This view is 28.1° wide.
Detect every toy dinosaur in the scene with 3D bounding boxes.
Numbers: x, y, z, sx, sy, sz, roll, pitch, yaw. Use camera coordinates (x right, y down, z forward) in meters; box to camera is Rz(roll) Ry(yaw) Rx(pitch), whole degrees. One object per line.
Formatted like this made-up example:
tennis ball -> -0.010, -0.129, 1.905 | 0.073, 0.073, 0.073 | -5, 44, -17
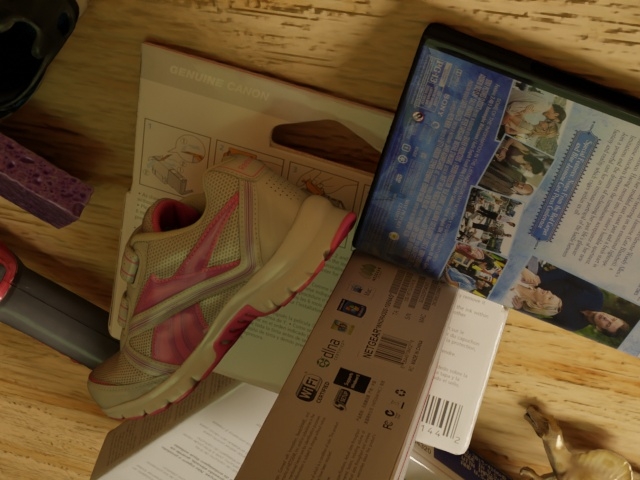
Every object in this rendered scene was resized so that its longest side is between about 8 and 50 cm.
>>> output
toy dinosaur -> 0.237, 0.216, 1.093 | 0.183, 0.053, 0.092 | 32, 122, -9

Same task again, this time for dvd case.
dvd case -> 0.160, -0.019, 0.812 | 0.253, 0.022, 0.180 | 21, 131, 5

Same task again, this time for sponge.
sponge -> -0.283, -0.077, 1.008 | 0.210, 0.031, 0.117 | 32, 167, -14

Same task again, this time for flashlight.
flashlight -> -0.253, 0.074, 1.183 | 0.304, 0.103, 0.103 | 32, 113, -19

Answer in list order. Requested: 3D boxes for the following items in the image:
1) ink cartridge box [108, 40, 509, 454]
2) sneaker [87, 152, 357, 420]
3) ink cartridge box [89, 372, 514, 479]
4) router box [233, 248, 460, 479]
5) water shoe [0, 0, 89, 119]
ink cartridge box -> 0.000, 0.000, 0.943 | 0.296, 0.066, 0.261 | 18, 121, 9
sneaker -> -0.092, 0.028, 0.901 | 0.111, 0.103, 0.252 | 45, 116, -3
ink cartridge box -> -0.033, 0.245, 1.204 | 0.324, 0.071, 0.330 | 38, 125, -26
router box -> -0.010, 0.217, 0.827 | 0.082, 0.335, 0.301 | 17, 122, 8
water shoe -> -0.229, -0.126, 0.892 | 0.073, 0.080, 0.203 | 33, 146, -13
